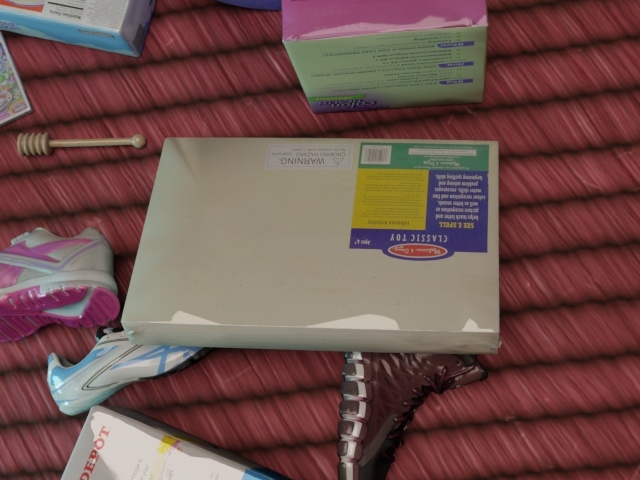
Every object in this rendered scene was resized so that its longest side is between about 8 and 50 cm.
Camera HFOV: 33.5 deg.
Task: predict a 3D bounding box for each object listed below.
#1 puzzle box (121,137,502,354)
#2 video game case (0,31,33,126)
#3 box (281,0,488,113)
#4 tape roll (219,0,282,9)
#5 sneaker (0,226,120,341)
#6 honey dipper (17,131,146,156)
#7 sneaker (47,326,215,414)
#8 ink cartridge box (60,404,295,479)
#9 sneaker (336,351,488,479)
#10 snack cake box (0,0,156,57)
[{"bbox_3d":[0.000,0.000,1.206,0.408,0.052,0.272,2,53,8],"label":"puzzle box"},{"bbox_3d":[-0.434,-0.202,1.378,0.087,0.011,0.122,-25,76,2],"label":"video game case"},{"bbox_3d":[0.078,-0.242,1.203,0.213,0.243,0.117,-4,78,7],"label":"box"},{"bbox_3d":[-0.036,-0.363,1.227,0.274,0.275,0.090,-4,77,6],"label":"tape roll"},{"bbox_3d":[-0.349,0.047,1.277,0.252,0.103,0.111,-6,53,15],"label":"sneaker"},{"bbox_3d":[-0.299,-0.125,1.337,0.160,0.030,0.030,-3,78,4],"label":"honey dipper"},{"bbox_3d":[-0.209,0.127,1.242,0.237,0.085,0.086,-22,87,2],"label":"sneaker"},{"bbox_3d":[-0.156,0.301,1.157,0.232,0.168,0.171,21,81,11],"label":"ink cartridge box"},{"bbox_3d":[0.104,0.181,1.185,0.162,0.106,0.281,3,78,5],"label":"sneaker"},{"bbox_3d":[-0.344,-0.339,1.356,0.264,0.089,0.152,13,82,10],"label":"snack cake box"}]
